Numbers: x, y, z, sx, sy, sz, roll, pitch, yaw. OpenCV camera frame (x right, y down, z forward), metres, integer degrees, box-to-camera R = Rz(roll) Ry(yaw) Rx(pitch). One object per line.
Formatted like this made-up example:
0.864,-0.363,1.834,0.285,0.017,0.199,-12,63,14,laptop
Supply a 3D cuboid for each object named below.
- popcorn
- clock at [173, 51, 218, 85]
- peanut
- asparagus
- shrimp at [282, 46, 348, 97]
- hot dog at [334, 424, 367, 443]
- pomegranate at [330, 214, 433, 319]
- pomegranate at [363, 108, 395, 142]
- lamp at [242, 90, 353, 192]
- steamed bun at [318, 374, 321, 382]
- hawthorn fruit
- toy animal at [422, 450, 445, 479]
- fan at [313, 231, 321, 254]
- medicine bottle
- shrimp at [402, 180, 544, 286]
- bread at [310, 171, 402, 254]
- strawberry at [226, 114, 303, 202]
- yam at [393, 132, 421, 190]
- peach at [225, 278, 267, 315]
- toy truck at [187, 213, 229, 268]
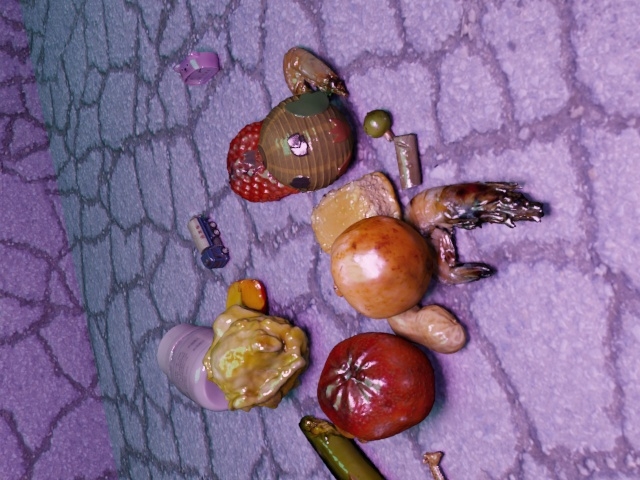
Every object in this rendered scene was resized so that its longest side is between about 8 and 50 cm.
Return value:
-0.175,0.342,1.749,0.312,0.312,0.312,10,103,46,popcorn
-0.407,-0.562,1.973,0.153,0.110,0.050,-20,80,47,clock
0.237,0.195,1.405,0.229,0.098,0.103,17,71,45,peanut
0.065,0.600,1.645,0.382,0.108,0.128,44,162,35,asparagus
-0.020,-0.426,1.611,0.267,0.061,0.145,33,128,36,shrimp
0.083,0.492,1.649,0.140,0.060,0.089,39,111,45,hot dog
0.131,0.061,1.347,0.248,0.248,0.248,10,103,46,pomegranate
0.145,-0.279,1.454,0.085,0.073,0.073,16,113,6,pomegranate
-0.060,-0.241,1.516,0.250,0.285,0.250,163,90,-78,lamp
0.096,0.386,1.561,0.155,0.141,0.172,-49,58,35,steamed bun
0.152,0.346,1.387,0.254,0.300,0.254,-29,44,32,hawthorn fruit
0.326,0.627,1.410,0.275,0.054,0.149,44,123,35,toy animal
0.000,0.000,1.697,0.056,0.004,0.083,7,101,46,fan
-0.384,0.408,2.006,0.306,0.245,0.244,14,106,47,medicine bottle
0.321,-0.011,1.304,0.365,0.071,0.233,0,102,49,shrimp
0.086,-0.061,1.508,0.246,0.121,0.174,-32,82,41,bread
-0.178,-0.203,1.755,0.280,0.150,0.253,55,132,28,strawberry
0.204,-0.186,1.410,0.054,0.054,0.132,-7,92,48,yam
-0.233,0.193,1.904,0.151,0.118,0.151,11,130,13,peach
-0.388,0.001,2.061,0.074,0.088,0.201,-47,63,39,toy truck
